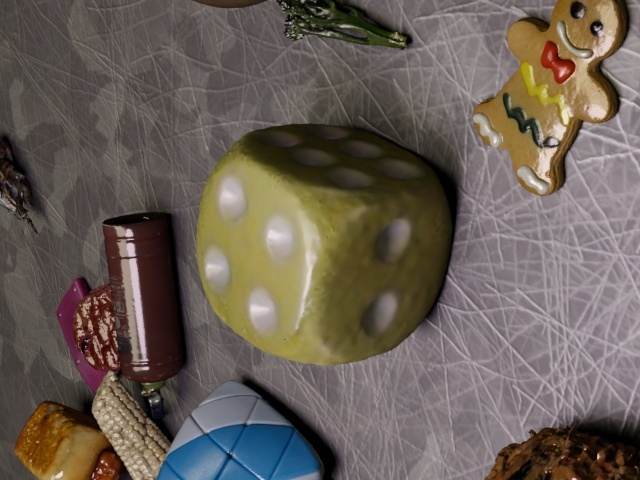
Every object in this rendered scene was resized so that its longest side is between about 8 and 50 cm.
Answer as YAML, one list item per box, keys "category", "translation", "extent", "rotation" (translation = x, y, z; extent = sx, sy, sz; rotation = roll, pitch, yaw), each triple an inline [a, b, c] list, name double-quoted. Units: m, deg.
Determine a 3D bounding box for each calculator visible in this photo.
- category: "calculator"
  translation: [-0.405, 0.170, 2.216]
  extent: [0.190, 0.034, 0.126]
  rotation: [59, 138, 21]

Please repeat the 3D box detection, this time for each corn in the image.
- category: "corn"
  translation: [-0.307, 0.316, 2.074]
  extent: [0.211, 0.087, 0.087]
  rotation: [51, 136, 3]

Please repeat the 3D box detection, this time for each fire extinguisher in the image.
- category: "fire extinguisher"
  translation: [-0.273, 0.130, 2.013]
  extent: [0.138, 0.102, 0.344]
  rotation: [-133, 37, -76]

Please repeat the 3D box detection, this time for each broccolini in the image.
- category: "broccolini"
  translation: [0.034, -0.270, 1.592]
  extent: [0.201, 0.058, 0.074]
  rotation: [22, 132, 27]

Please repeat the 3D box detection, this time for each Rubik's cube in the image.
- category: "Rubik's cube"
  translation: [-0.091, 0.301, 1.829]
  extent: [0.254, 0.254, 0.254]
  rotation: [17, 113, 46]

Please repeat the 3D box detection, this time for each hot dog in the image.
- category: "hot dog"
  translation: [-0.413, 0.369, 2.174]
  extent: [0.150, 0.153, 0.256]
  rotation: [-62, 26, -8]

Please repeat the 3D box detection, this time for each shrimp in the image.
- category: "shrimp"
  translation: [-0.558, -0.093, 2.289]
  extent: [0.233, 0.079, 0.090]
  rotation: [55, 171, 20]

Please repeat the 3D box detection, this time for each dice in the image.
- category: "dice"
  translation: [0.000, 0.000, 1.556]
  extent: [0.238, 0.227, 0.233]
  rotation: [31, 121, 42]

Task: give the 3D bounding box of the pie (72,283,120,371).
- category: "pie"
  translation: [-0.350, 0.145, 2.118]
  extent: [0.153, 0.038, 0.153]
  rotation: [2, 93, 31]

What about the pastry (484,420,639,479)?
- category: "pastry"
  translation: [0.271, 0.327, 1.360]
  extent: [0.275, 0.193, 0.275]
  rotation: [15, 111, 44]

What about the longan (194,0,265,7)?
- category: "longan"
  translation: [-0.106, -0.409, 1.543]
  extent: [0.258, 0.258, 0.258]
  rotation: [17, 113, 46]

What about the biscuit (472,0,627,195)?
- category: "biscuit"
  translation: [0.248, -0.170, 1.369]
  extent: [0.158, 0.035, 0.240]
  rotation: [47, 132, 27]
